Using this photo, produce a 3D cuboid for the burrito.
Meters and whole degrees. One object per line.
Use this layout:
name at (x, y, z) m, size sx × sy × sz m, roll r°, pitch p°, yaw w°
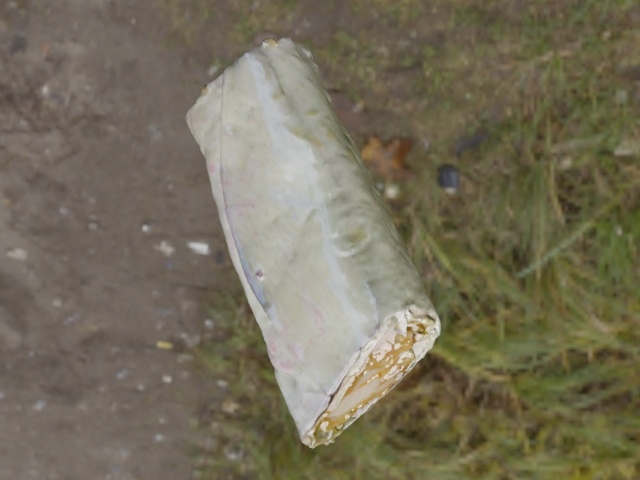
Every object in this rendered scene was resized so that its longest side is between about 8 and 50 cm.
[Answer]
burrito at (-0.003, 0.002, 1.034) m, size 0.143 × 0.299 × 0.105 m, roll -25°, pitch 173°, yaw 34°
